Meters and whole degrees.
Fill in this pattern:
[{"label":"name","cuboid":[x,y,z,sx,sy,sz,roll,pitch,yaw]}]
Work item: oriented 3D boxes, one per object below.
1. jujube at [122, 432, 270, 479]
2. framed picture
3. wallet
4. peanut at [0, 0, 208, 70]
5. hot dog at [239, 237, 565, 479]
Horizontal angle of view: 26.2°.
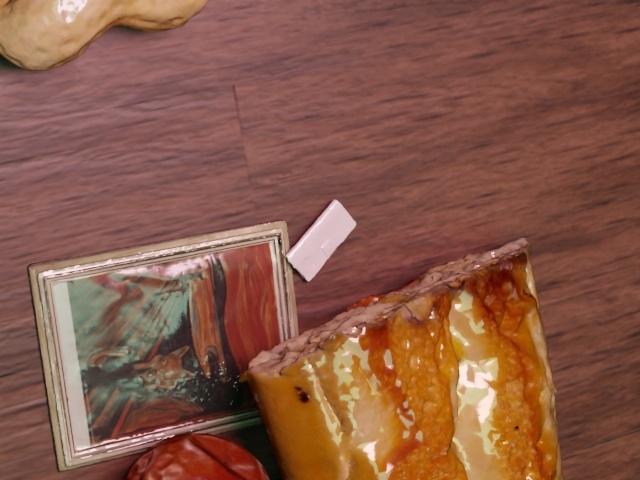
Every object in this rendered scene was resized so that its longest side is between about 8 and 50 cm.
[{"label":"jujube","cuboid":[-0.144,0.304,1.352,0.168,0.168,0.236,22,103,-25]},{"label":"framed picture","cuboid":[-0.147,0.104,1.391,0.273,0.016,0.216,-12,103,-21]},{"label":"wallet","cuboid":[0.000,0.000,1.434,0.083,0.011,0.044,-50,128,-13]},{"label":"peanut","cuboid":[-0.187,-0.241,1.272,0.263,0.101,0.117,-25,87,-18]},{"label":"hot dog","cuboid":[0.117,0.226,1.412,0.367,0.196,0.365,-21,96,-37]}]
